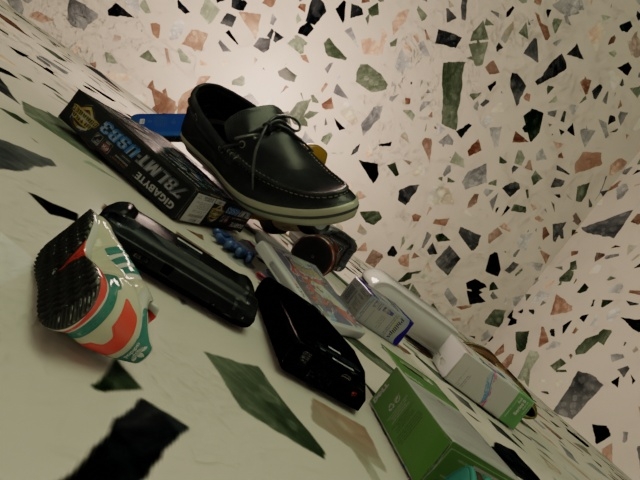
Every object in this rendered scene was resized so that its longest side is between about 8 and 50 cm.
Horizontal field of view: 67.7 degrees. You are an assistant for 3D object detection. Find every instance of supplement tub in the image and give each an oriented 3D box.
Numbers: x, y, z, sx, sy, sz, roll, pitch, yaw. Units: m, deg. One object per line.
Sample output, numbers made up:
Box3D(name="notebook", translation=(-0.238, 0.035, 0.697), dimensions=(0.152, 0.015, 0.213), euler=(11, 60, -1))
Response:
Box3D(name="supplement tub", translation=(-0.008, 0.037, 1.167), dimensions=(0.106, 0.106, 0.198), euler=(37, 4, 6))

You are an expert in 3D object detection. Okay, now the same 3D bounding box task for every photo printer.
Box3D(name="photo printer", translation=(0.245, 0.200, 1.439), dimensions=(0.307, 0.107, 0.256), euler=(36, 4, -4))

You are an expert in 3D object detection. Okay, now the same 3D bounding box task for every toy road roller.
Box3D(name="toy road roller", translation=(-0.113, -0.163, 1.240), dimensions=(0.202, 0.241, 0.329), euler=(1, -19, 42))

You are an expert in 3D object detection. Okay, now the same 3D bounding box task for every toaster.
Box3D(name="toaster", translation=(0.000, 0.000, 1.508), dimensions=(0.146, 0.129, 0.227), euler=(35, 4, 40))

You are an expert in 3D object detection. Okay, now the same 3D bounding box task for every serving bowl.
Box3D(name="serving bowl", translation=(-0.098, 0.014, 0.945), dimensions=(0.083, 0.027, 0.083), euler=(36, 3, -2))

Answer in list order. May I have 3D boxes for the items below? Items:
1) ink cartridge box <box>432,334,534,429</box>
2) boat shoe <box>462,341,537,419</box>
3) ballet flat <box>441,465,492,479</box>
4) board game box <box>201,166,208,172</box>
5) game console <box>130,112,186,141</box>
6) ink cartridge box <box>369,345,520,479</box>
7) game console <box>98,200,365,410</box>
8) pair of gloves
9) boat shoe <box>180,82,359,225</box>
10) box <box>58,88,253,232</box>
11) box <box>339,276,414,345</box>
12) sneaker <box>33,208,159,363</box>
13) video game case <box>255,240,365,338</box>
Box3D(name="ink cartridge box", translation=(0.403, 0.351, 1.205), dimensions=(0.212, 0.093, 0.154), euler=(35, 5, -2))
Box3D(name="boat shoe", translation=(0.507, 0.401, 1.371), dimensions=(0.307, 0.111, 0.104), euler=(36, 3, -12))
Box3D(name="ballet flat", translation=(0.097, 0.216, 0.301), dimensions=(0.087, 0.083, 0.247), euler=(54, 13, 22))
Box3D(name="board game box", translation=(-0.239, -0.144, 1.579), dimensions=(0.305, 0.053, 0.193), euler=(37, 5, 5))
Box3D(name="game console", translation=(-0.389, -0.244, 1.321), dimensions=(0.250, 0.173, 0.293), euler=(-5, 24, -17))
Box3D(name="ink cartridge box", translation=(0.130, 0.222, 0.577), dimensions=(0.109, 0.062, 0.209), euler=(36, 4, -18))
Box3D(name="game console", translation=(-0.098, 0.066, 0.577), dimensions=(0.361, 0.044, 0.213), euler=(36, 3, -20))
Box3D(name="pair of gloves", translation=(-0.108, 0.041, 0.877), dimensions=(0.198, 0.023, 0.159), euler=(37, 4, 10))
Box3D(name="boat shoe", translation=(-0.121, -0.182, 0.951), dimensions=(0.186, 0.156, 0.500), euler=(-20, 44, -37))
Box3D(name="box", translation=(-0.296, -0.137, 0.929), dimensions=(0.295, 0.073, 0.293), euler=(39, 3, 10))
Box3D(name="box", translation=(0.131, 0.165, 1.133), dimensions=(0.137, 0.072, 0.126), euler=(36, 5, -20))
Box3D(name="sneaker", translation=(-0.165, 0.035, 0.361), dimensions=(0.075, 0.057, 0.161), euler=(54, -8, -35))
Box3D(name="video game case", translation=(-0.014, 0.093, 0.862), dimensions=(0.183, 0.023, 0.201), euler=(52, 11, 30))
